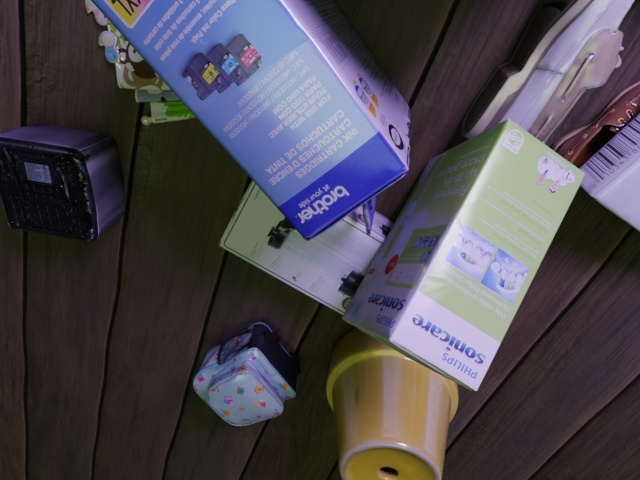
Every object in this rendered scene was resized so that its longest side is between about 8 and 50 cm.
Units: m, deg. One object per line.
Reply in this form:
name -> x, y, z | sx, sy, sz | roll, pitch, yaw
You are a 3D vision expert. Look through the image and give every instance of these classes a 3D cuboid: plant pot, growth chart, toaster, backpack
plant pot -> 0.126, 0.319, 0.803 | 0.253, 0.239, 0.254 | 5, 120, 8
growth chart -> -0.249, -0.288, 0.656 | 0.171, 0.021, 0.238 | -9, 115, 14
toaster -> -0.429, -0.097, 0.743 | 0.185, 0.110, 0.168 | 9, 121, 6
backpack -> -0.156, 0.279, 0.888 | 0.188, 0.145, 0.166 | -24, 118, 24

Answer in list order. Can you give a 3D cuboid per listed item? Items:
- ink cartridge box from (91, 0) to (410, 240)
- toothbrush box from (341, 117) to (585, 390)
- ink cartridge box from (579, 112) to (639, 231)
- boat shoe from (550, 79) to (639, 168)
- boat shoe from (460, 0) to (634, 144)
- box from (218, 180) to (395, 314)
ink cartridge box -> -0.025, -0.190, 0.526 | 0.151, 0.270, 0.395 | -34, 108, 27
toothbrush box -> 0.167, 0.017, 0.574 | 0.122, 0.206, 0.283 | 30, 82, -8
ink cartridge box -> 0.557, -0.120, 0.561 | 0.329, 0.072, 0.324 | 23, 122, -26
boat shoe -> 0.402, -0.150, 0.594 | 0.064, 0.060, 0.178 | 44, 117, -14
boat shoe -> 0.306, -0.234, 0.543 | 0.103, 0.113, 0.302 | 27, 130, -7
box -> 0.000, 0.000, 0.734 | 0.289, 0.087, 0.169 | 29, 120, -7
